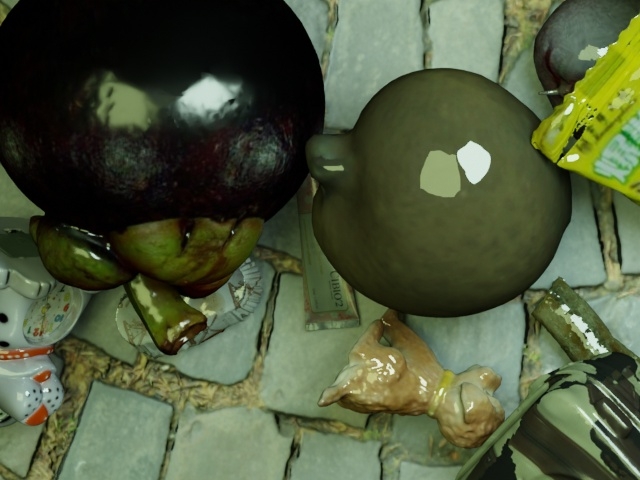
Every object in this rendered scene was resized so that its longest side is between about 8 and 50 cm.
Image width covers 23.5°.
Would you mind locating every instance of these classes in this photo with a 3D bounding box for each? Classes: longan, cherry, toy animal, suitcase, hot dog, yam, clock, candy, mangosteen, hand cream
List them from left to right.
[{"bbox_3d":[-0.377,0.117,1.854,0.188,0.189,0.254,23,105,17],"label":"clock"},{"bbox_3d":[-0.179,-0.110,1.697,0.382,0.382,0.435,9,116,18],"label":"mangosteen"},{"bbox_3d":[-0.156,0.075,1.836,0.192,0.053,0.099,-26,83,14],"label":"hot dog"},{"bbox_3d":[0.000,0.000,1.790,0.067,0.043,0.210,-7,93,18],"label":"hand cream"},{"bbox_3d":[0.104,0.182,1.688,0.185,0.184,0.104,36,126,8],"label":"toy animal"},{"bbox_3d":[0.123,-0.044,1.616,0.300,0.300,0.243,-24,42,17],"label":"longan"},{"bbox_3d":[0.304,0.321,1.606,0.351,0.194,0.339,47,128,14],"label":"suitcase"},{"bbox_3d":[0.311,-0.189,1.634,0.176,0.140,0.176,1,83,-5],"label":"cherry"},{"bbox_3d":[0.328,0.144,1.668,0.253,0.061,0.061,45,103,14],"label":"yam"},{"bbox_3d":[0.359,-0.100,1.560,0.187,0.297,0.081,-52,36,13],"label":"candy"}]
